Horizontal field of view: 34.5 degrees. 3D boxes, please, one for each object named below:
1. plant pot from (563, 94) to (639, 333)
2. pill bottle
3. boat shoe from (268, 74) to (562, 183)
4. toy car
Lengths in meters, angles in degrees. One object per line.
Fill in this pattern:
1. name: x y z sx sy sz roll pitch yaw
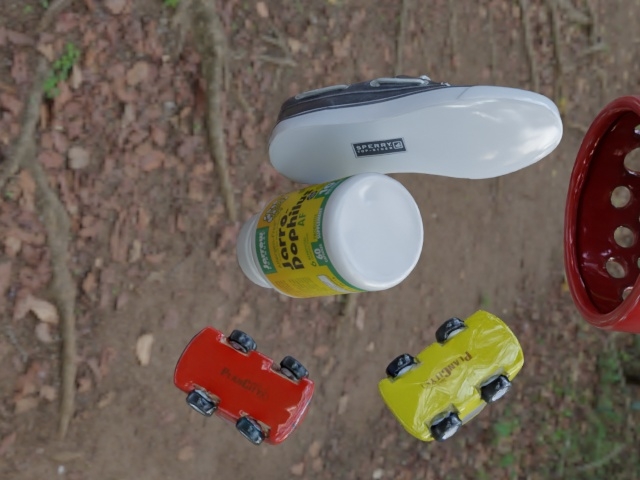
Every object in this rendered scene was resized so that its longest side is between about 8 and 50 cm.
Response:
1. plant pot: 0.311 -0.013 0.838 0.191 0.174 0.191 -172 -90 -82
2. pill bottle: 0.000 0.000 1.079 0.117 0.208 0.118 4 82 -34
3. boat shoe: 0.097 -0.127 1.077 0.102 0.301 0.108 -81 159 -43
4. toy car: 0.021 0.162 0.682 0.053 0.239 0.225 72 15 -63
